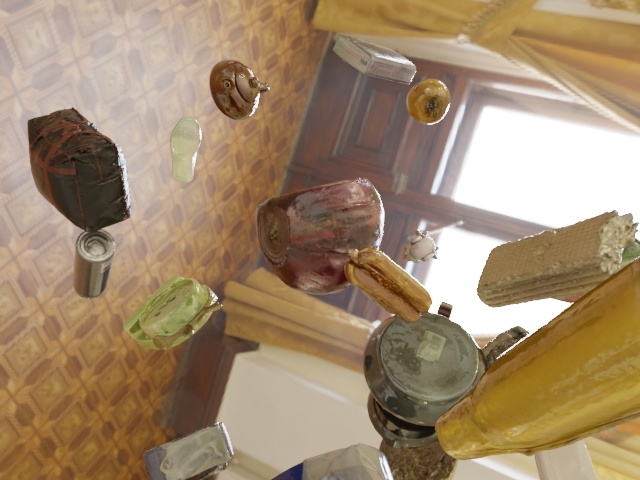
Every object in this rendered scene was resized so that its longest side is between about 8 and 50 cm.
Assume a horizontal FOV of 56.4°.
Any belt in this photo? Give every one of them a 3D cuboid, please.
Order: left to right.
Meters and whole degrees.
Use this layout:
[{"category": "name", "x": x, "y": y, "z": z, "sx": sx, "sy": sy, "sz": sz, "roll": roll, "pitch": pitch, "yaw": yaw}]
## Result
[{"category": "belt", "x": -0.341, "y": 0.572, "z": 1.568, "sx": 0.231, "sy": 0.140, "sz": 0.126, "roll": -12, "pitch": 78, "yaw": -36}, {"category": "belt", "x": -0.003, "y": 0.573, "z": 1.280, "sx": 0.212, "sy": 0.347, "sz": 0.117, "roll": 57, "pitch": 7, "yaw": -35}]

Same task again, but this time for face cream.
[{"category": "face cream", "x": -0.483, "y": 0.060, "z": 1.263, "sx": 0.073, "sy": 0.073, "sz": 0.283, "roll": -57, "pitch": -174, "yaw": -32}]

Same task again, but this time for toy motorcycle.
[{"category": "toy motorcycle", "x": 0.289, "y": 0.027, "z": 1.760, "sx": 0.254, "sy": 0.113, "sz": 0.112, "roll": -12, "pitch": 119, "yaw": -80}]

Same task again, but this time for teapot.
[{"category": "teapot", "x": -0.226, "y": -0.450, "z": 1.768, "sx": 0.252, "sy": 0.135, "sz": 0.178, "roll": -24, "pitch": 105, "yaw": -58}, {"category": "teapot", "x": 0.266, "y": 0.350, "z": 1.585, "sx": 0.361, "sy": 0.306, "sz": 0.376, "roll": 95, "pitch": 21, "yaw": -53}]

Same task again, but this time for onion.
[{"category": "onion", "x": 0.000, "y": 0.000, "z": 1.424, "sx": 0.282, "sy": 0.337, "sz": 0.260, "roll": -6, "pitch": 85, "yaw": -47}]

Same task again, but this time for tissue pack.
[{"category": "tissue pack", "x": 0.116, "y": -0.379, "z": 1.256, "sx": 0.156, "sy": 0.112, "sz": 0.051, "roll": -4, "pitch": 130, "yaw": -45}]

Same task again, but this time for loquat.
[{"category": "loquat", "x": 0.332, "y": -0.429, "z": 1.835, "sx": 0.141, "sy": 0.141, "sz": 0.141, "roll": -47, "pitch": 147, "yaw": -45}]

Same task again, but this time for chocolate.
[{"category": "chocolate", "x": 0.318, "y": 0.186, "z": 0.791, "sx": 0.162, "sy": 0.162, "sz": 0.445, "roll": -48, "pitch": 177, "yaw": -44}]

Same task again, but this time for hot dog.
[{"category": "hot dog", "x": 0.127, "y": 0.081, "z": 1.146, "sx": 0.236, "sy": 0.092, "sz": 0.062, "roll": 41, "pitch": 23, "yaw": -34}]

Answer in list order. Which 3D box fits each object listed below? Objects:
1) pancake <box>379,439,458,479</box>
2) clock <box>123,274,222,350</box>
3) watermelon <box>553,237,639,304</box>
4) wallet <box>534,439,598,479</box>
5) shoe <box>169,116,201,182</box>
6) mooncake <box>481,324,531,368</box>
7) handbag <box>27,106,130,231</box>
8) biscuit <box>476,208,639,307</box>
[{"category": "pancake", "x": 0.292, "y": 0.649, "z": 1.795, "sx": 0.049, "sy": 0.283, "sz": 0.282, "roll": 58, "pitch": 49, "yaw": -27}, {"category": "clock", "x": -0.405, "y": 0.203, "z": 1.694, "sx": 0.235, "sy": 0.308, "sz": 0.096, "roll": -47, "pitch": 118, "yaw": -31}, {"category": "watermelon", "x": 0.823, "y": 0.106, "z": 1.708, "sx": 0.310, "sy": 0.232, "sz": 0.193, "roll": -56, "pitch": -152, "yaw": 36}, {"category": "wallet", "x": 0.425, "y": 0.397, "z": 1.031, "sx": 0.190, "sy": 0.095, "sz": 0.033, "roll": -74, "pitch": 159, "yaw": -60}, {"category": "shoe", "x": -0.440, "y": -0.315, "z": 1.948, "sx": 0.110, "sy": 0.095, "sz": 0.265, "roll": -92, "pitch": -163, "yaw": -44}, {"category": "mooncake", "x": 0.545, "y": 0.379, "z": 1.639, "sx": 0.254, "sy": 0.250, "sz": 0.136, "roll": -42, "pitch": 167, "yaw": -11}, {"category": "handbag", "x": -0.456, "y": -0.141, "z": 1.128, "sx": 0.155, "sy": 0.215, "sz": 0.169, "roll": -29, "pitch": 138, "yaw": -32}, {"category": "biscuit", "x": 0.343, "y": 0.031, "z": 0.888, "sx": 0.062, "sy": 0.239, "sz": 0.108, "roll": 44, "pitch": 55, "yaw": -18}]
